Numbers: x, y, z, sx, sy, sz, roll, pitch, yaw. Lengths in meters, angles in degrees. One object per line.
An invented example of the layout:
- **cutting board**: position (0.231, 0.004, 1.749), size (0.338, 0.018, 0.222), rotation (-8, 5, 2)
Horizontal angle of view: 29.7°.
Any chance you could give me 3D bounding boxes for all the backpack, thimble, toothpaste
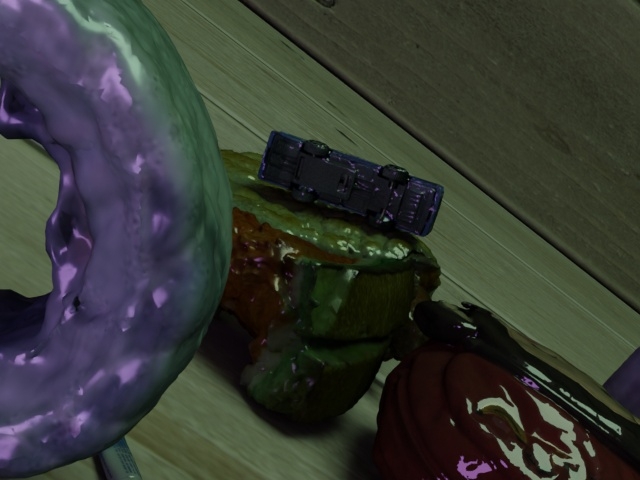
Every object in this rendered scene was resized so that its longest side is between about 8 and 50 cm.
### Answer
- **backpack**: position (0.127, 0.146, 0.806), size (0.229, 0.139, 0.229), rotation (31, 15, -9)
- **thimble**: position (-0.151, -0.032, 0.466), size (0.250, 0.205, 0.172), rotation (33, 12, -9)
- **toothpaste**: position (-0.099, 0.105, 0.589), size (0.024, 0.015, 0.083), rotation (31, 9, -32)

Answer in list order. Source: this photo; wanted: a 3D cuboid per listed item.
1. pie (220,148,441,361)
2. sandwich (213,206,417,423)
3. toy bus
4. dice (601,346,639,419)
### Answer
- **pie**: position (-0.008, -0.005, 1.050), size (0.257, 0.105, 0.274), rotation (30, 12, -2)
- **sandwich**: position (-0.026, 0.043, 0.848), size (0.160, 0.109, 0.185), rotation (23, 8, 19)
- **toy bus**: position (0.027, -0.048, 0.988), size (0.153, 0.051, 0.061), rotation (19, 10, 14)
- **dice**: position (0.374, 0.213, 0.996), size (0.270, 0.271, 0.270), rotation (48, 14, 34)
